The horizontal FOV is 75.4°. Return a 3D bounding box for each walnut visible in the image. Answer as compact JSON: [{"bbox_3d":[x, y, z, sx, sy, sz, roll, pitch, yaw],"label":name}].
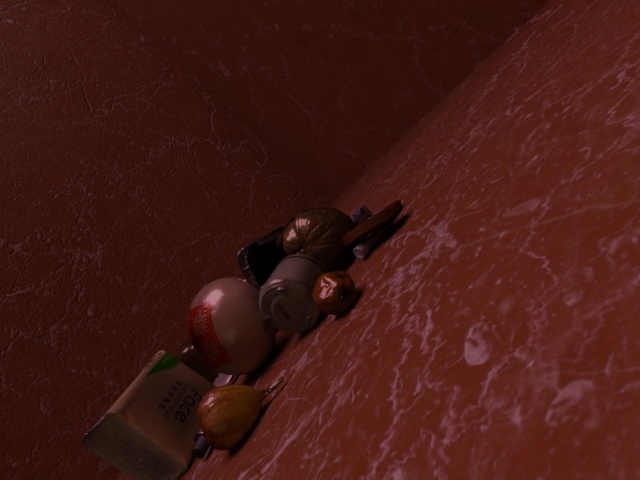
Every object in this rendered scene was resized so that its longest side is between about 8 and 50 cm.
[{"bbox_3d":[-0.002,0.002,1.626,0.282,0.253,0.277,-58,-21,15],"label":"walnut"}]

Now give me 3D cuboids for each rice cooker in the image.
[{"bbox_3d":[-0.081,0.174,1.391,0.226,0.226,0.244,-45,11,30],"label":"rice cooker"}]

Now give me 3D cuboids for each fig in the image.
[{"bbox_3d":[-0.209,0.444,1.126,0.257,0.159,0.159,-32,6,-3],"label":"fig"}]

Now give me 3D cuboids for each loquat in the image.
[{"bbox_3d":[0.042,0.147,1.176,0.137,0.113,0.137,-27,22,12],"label":"loquat"}]

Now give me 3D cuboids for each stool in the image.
[{"bbox_3d":[-0.170,0.101,1.834,0.310,0.310,0.226,-33,4,-24],"label":"stool"}]

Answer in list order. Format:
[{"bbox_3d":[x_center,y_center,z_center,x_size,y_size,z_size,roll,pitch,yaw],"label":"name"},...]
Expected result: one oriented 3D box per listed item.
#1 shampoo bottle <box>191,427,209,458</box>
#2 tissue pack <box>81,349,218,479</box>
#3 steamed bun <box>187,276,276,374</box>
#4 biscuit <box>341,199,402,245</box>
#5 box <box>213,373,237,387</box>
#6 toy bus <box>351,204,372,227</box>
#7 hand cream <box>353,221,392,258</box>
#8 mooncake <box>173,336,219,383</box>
[{"bbox_3d":[-0.346,0.598,1.343,0.072,0.072,0.214,-46,7,29],"label":"shampoo bottle"},{"bbox_3d":[-0.586,0.641,1.528,0.205,0.331,0.405,-49,7,15],"label":"tissue pack"},{"bbox_3d":[-0.349,0.332,1.532,0.241,0.375,0.374,-28,-9,-41],"label":"steamed bun"},{"bbox_3d":[0.206,-0.072,1.456,0.262,0.052,0.277,-35,-2,37],"label":"biscuit"},{"bbox_3d":[-0.424,0.616,1.882,0.285,0.044,0.142,-40,13,53],"label":"box"},{"bbox_3d":[0.166,-0.075,1.782,0.064,0.075,0.190,-45,8,43],"label":"toy bus"},{"bbox_3d":[0.183,-0.005,1.436,0.174,0.047,0.076,-42,1,-32],"label":"hand cream"},{"bbox_3d":[-0.591,0.571,2.312,0.467,0.262,0.467,-46,6,6],"label":"mooncake"}]
